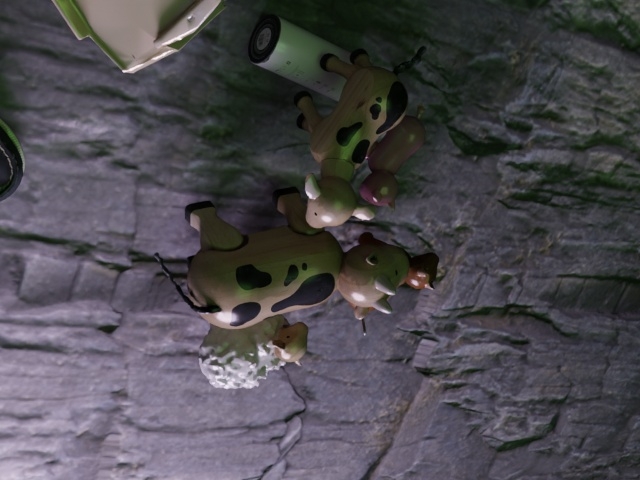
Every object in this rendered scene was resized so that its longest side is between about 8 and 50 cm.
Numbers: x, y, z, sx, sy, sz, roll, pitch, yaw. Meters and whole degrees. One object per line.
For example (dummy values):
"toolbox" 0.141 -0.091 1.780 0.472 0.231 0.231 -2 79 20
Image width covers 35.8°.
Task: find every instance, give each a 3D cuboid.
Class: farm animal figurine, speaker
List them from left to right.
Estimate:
"speaker" -0.006 -0.185 1.037 0.136 0.055 0.055 18 103 -37
"farm animal figurine" 0.000 0.000 1.023 0.327 0.172 0.330 -25 132 -11

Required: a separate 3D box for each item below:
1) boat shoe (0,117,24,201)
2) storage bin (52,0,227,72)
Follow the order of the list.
"boat shoe" -0.385 -0.103 0.803 0.340 0.113 0.127 35 92 -39
"storage bin" -0.110 -0.290 0.670 0.260 0.123 0.262 58 37 -22
